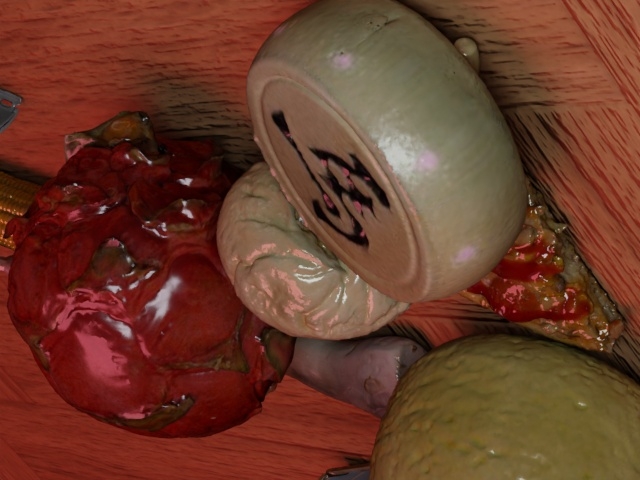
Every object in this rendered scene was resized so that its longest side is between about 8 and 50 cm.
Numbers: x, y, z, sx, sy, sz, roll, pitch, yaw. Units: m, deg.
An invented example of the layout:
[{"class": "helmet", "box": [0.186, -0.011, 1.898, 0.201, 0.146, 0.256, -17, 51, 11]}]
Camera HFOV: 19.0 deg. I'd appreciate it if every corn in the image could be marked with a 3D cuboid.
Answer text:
[{"class": "corn", "box": [-0.329, -0.026, 2.131, 0.248, 0.081, 0.081, 18, 148, 36]}]

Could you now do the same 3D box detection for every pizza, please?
[{"class": "pizza", "box": [0.159, 0.015, 1.579, 0.188, 0.062, 0.199, 21, 149, 28]}]

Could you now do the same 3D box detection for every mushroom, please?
[{"class": "mushroom", "box": [0.026, 0.126, 1.921, 0.223, 0.081, 0.092, 15, 165, 44]}]

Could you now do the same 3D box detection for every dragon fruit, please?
[{"class": "dragon fruit", "box": [-0.154, 0.046, 1.797, 0.277, 0.277, 0.342, 11, 130, 45]}]

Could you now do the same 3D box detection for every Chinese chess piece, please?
[{"class": "Chinese chess piece", "box": [0.047, -0.069, 1.477, 0.250, 0.101, 0.250, 46, 158, 24]}]

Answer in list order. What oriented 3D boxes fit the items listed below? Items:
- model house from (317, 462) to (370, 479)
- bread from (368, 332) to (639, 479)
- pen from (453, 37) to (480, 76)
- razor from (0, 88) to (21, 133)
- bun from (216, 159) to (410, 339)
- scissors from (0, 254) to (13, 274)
[{"class": "model house", "box": [0.062, 0.362, 2.155, 0.178, 0.271, 0.206, 48, -171, -28]}, {"class": "bread", "box": [0.191, 0.225, 1.695, 0.320, 0.237, 0.320, 20, 165, 6]}, {"class": "pen", "box": [0.106, -0.082, 1.513, 0.040, 0.032, 0.233, 45, 158, 21]}, {"class": "razor", "box": [-0.382, -0.212, 1.933, 0.106, 0.068, 0.232, 23, 144, 27]}, {"class": "bun", "box": [0.000, 0.000, 1.637, 0.188, 0.164, 0.111, 46, 162, 24]}, {"class": "scissors", "box": [-0.213, 0.054, 2.114, 0.318, 0.024, 0.160, 15, -170, 16]}]
